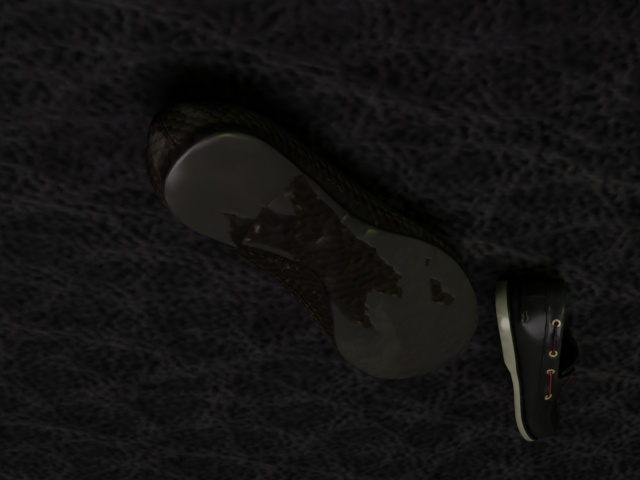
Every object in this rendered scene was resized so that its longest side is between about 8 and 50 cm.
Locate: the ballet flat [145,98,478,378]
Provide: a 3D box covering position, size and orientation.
[{"bbox_3d":[0.000,0.000,0.658,0.084,0.058,0.250,-45,135,10],"label":"ballet flat"}]

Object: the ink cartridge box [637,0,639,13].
[{"bbox_3d":[0.272,-0.088,0.459,0.283,0.207,0.117,-11,140,7],"label":"ink cartridge box"}]

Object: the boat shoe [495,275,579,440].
[{"bbox_3d":[0.128,0.072,0.750,0.042,0.049,0.133,-5,135,12],"label":"boat shoe"}]
